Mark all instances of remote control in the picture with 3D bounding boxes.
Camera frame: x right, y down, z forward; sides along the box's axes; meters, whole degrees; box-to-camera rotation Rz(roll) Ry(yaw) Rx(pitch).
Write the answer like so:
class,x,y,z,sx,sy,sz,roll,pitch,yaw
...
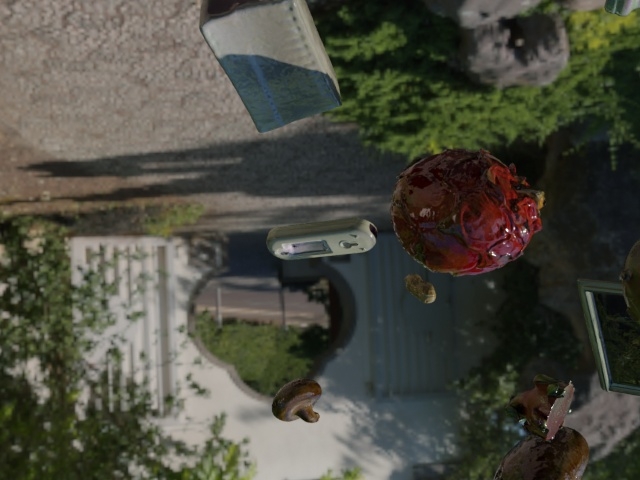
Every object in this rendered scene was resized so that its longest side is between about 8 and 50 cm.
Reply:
class,x,y,z,sx,sy,sz,roll,pitch,yaw
remote control,0.000,0.000,1.616,0.221,0.042,0.078,-5,140,23

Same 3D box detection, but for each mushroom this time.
class,x,y,z,sx,sy,sz,roll,pitch,yaw
mushroom,0.572,0.603,2.005,0.356,0.331,0.334,-3,165,25
mushroom,-0.049,0.342,1.828,0.109,0.085,0.126,19,130,-21

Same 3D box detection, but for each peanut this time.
class,x,y,z,sx,sy,sz,roll,pitch,yaw
peanut,0.251,0.119,2.156,0.054,0.054,0.113,0,-153,-34

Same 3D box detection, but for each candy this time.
class,x,y,z,sx,sy,sz,roll,pitch,yaw
candy,-0.101,-0.404,1.825,0.208,0.145,0.359,-16,145,12

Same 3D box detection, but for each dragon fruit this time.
class,x,y,z,sx,sy,sz,roll,pitch,yaw
dragon fruit,0.421,0.328,1.645,0.138,0.142,0.175,-15,-174,-40
dragon fruit,0.292,-0.061,1.782,0.342,0.277,0.277,-4,176,29

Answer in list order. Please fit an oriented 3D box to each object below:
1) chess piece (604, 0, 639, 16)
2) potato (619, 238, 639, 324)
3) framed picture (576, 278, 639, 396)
class,x,y,z,sx,sy,sz,roll,pitch,yaw
chess piece,0.687,-0.474,1.614,0.271,0.139,0.139,15,180,13
potato,0.433,0.057,0.811,0.176,0.141,0.298,17,175,-43
framed picture,0.521,0.168,1.294,0.232,0.019,0.296,5,141,32
